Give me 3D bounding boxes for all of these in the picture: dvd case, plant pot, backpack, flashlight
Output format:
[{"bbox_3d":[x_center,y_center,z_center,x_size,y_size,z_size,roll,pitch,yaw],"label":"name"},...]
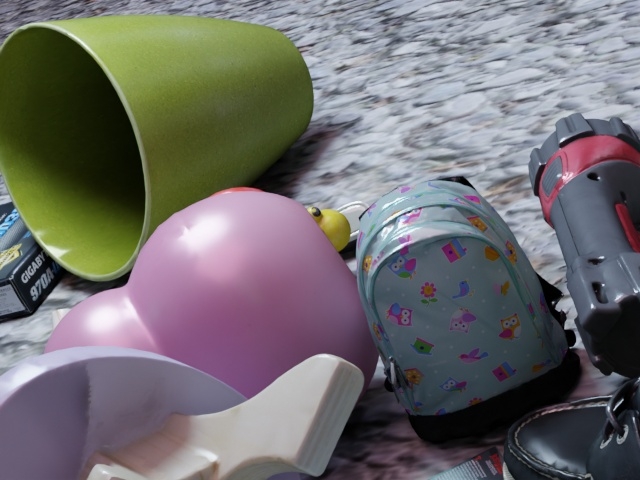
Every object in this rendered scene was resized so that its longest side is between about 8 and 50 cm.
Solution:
[{"bbox_3d":[0.080,0.188,1.174,0.119,0.013,0.087,-28,22,-2],"label":"dvd case"},{"bbox_3d":[-0.158,-0.130,1.866,0.293,0.274,0.275,-22,15,-39],"label":"plant pot"},{"bbox_3d":[0.099,0.045,1.246,0.152,0.182,0.115,-24,22,2],"label":"backpack"},{"bbox_3d":[0.228,0.005,1.324,0.103,0.103,0.304,-19,28,6],"label":"flashlight"}]

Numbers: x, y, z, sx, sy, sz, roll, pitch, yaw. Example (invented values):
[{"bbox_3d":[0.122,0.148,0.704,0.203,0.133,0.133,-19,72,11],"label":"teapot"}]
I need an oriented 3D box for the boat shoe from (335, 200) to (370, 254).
[{"bbox_3d":[0.000,0.000,1.645,0.125,0.038,0.046,-26,63,15],"label":"boat shoe"}]

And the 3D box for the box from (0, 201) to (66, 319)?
[{"bbox_3d":[-0.357,0.021,1.965,0.175,0.051,0.220,-13,26,29],"label":"box"}]

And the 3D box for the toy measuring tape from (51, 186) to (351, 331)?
[{"bbox_3d":[-0.129,0.029,1.606,0.330,0.121,0.121,-17,24,19],"label":"toy measuring tape"}]

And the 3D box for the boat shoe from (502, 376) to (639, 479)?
[{"bbox_3d":[0.231,0.117,1.034,0.127,0.113,0.340,-37,25,-28],"label":"boat shoe"}]

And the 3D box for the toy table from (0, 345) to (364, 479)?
[{"bbox_3d":[-0.076,0.173,1.075,0.161,0.274,0.252,18,92,50],"label":"toy table"}]

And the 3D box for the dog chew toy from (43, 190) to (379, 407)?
[{"bbox_3d":[-0.118,0.111,1.336,0.332,0.206,0.206,-36,23,-1],"label":"dog chew toy"}]
